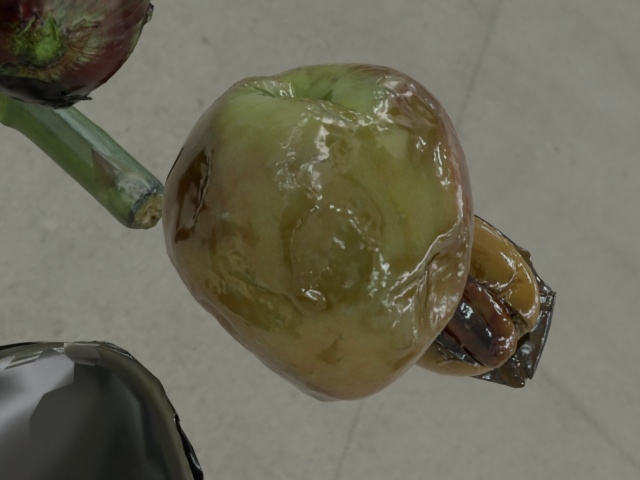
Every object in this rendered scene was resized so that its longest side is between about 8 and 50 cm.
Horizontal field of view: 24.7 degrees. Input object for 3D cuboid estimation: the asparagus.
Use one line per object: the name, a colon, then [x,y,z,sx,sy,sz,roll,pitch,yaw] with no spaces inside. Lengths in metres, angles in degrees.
asparagus: [-0.264,-0.111,1.489,0.277,0.060,0.067,39,56,18]

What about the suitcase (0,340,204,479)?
suitcase: [-0.130,0.244,0.416,0.283,0.194,0.434,-17,89,-23]

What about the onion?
onion: [-0.125,-0.119,0.616,0.117,0.118,0.119,1,60,-43]

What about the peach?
peach: [0.000,0.000,1.004,0.214,0.214,0.235,-23,111,-56]

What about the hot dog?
hot dog: [0.087,0.047,1.437,0.326,0.194,0.107,17,13,-6]
